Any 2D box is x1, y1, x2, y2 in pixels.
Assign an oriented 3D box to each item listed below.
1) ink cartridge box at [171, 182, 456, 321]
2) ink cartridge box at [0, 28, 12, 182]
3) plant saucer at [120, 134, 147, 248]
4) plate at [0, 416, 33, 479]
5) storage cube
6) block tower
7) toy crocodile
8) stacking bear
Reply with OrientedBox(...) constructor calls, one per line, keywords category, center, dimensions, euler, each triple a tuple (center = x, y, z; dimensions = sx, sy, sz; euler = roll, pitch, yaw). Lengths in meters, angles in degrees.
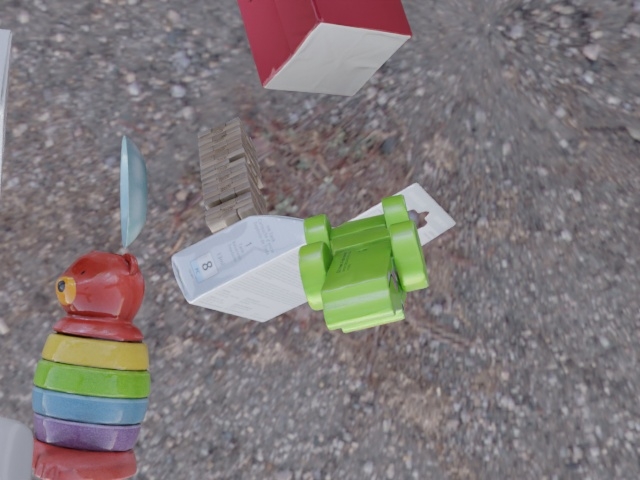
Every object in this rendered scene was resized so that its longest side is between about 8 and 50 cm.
OrientedBox(category="ink cartridge box", center=(0.000, 0.000, 1.661), dimensions=(0.385, 0.308, 0.091), euler=(-28, 72, 12))
OrientedBox(category="ink cartridge box", center=(-0.551, -0.169, 1.320), dimensions=(0.307, 0.129, 0.223), euler=(6, 146, -15))
OrientedBox(category="plant saucer", center=(-0.318, -0.083, 1.801), dimensions=(0.037, 0.195, 0.195), euler=(-1, 102, -14))
OrientedBox(category="plate", center=(-0.407, 0.230, 0.965), dimensions=(0.277, 0.278, 0.045), euler=(-2, 107, -14))
OrientedBox(category="storage cube", center=(0.004, -0.364, 1.690), dimensions=(0.183, 0.215, 0.193), euler=(-40, 58, 46))
OrientedBox(category="block tower", center=(-0.158, -0.102, 1.910), dimensions=(0.091, 0.335, 0.097), euler=(-23, 124, 6))
OrientedBox(category="toy crocodile", center=(0.047, 0.029, 1.053), dimensions=(0.115, 0.340, 0.105), euler=(-15, 102, 5))
OrientedBox(category="stacking bear", center=(-0.301, 0.156, 1.389), dimensions=(0.175, 0.164, 0.289), euler=(4, 85, 49))
